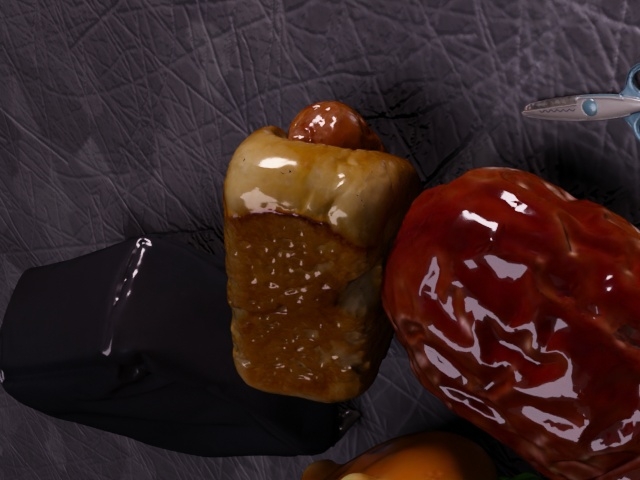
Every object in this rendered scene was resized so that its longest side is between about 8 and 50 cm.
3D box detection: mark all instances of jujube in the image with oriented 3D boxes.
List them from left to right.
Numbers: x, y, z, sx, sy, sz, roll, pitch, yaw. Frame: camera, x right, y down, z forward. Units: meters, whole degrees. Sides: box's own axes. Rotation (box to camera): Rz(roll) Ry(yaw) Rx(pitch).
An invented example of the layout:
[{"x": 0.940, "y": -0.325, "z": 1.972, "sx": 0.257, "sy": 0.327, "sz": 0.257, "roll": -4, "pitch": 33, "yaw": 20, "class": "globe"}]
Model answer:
[{"x": 0.155, "y": 0.059, "z": 0.794, "sx": 0.250, "sy": 0.174, "sz": 0.174, "roll": 30, "pitch": 135, "yaw": 18, "class": "jujube"}]

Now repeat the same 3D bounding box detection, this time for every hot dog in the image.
[{"x": 0.000, "y": 0.000, "z": 0.931, "sx": 0.150, "sy": 0.153, "sz": 0.257, "roll": 12, "pitch": 139, "yaw": 10, "class": "hot dog"}]

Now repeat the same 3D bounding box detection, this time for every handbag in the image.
[{"x": -0.136, "y": 0.099, "z": 1.168, "sx": 0.302, "sy": 0.275, "sz": 0.178, "roll": -15, "pitch": 57, "yaw": 54, "class": "handbag"}]

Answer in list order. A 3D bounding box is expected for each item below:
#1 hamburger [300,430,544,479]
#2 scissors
[{"x": 0.043, "y": 0.326, "z": 0.909, "sx": 0.277, "sy": 0.396, "sz": 0.395, "roll": 47, "pitch": 143, "yaw": -4, "class": "hamburger"}, {"x": 0.182, "y": -0.088, "z": 0.782, "sx": 0.119, "sy": 0.014, "sz": 0.058, "roll": 5, "pitch": 113, "yaw": 44, "class": "scissors"}]
